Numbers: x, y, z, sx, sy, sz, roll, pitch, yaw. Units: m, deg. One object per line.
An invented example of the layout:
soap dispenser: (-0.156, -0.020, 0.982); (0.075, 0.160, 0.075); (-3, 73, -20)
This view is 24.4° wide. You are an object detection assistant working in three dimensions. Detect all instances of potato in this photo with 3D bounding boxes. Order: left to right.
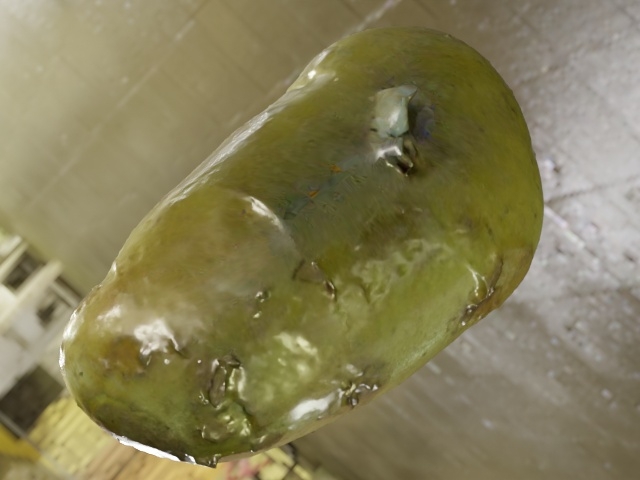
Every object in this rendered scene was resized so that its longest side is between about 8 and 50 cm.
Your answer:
potato: (0.000, 0.000, 0.475); (0.105, 0.188, 0.085); (40, 152, 24)
